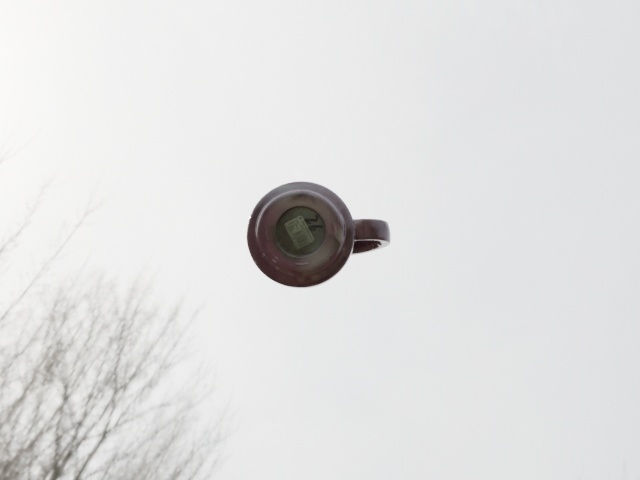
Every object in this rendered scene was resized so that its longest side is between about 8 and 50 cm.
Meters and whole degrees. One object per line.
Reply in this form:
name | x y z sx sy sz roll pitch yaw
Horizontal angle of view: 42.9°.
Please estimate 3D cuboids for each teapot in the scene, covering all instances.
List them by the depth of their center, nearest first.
teapot | -0.007 -0.007 0.924 0.116 0.148 0.146 56 -4 8
